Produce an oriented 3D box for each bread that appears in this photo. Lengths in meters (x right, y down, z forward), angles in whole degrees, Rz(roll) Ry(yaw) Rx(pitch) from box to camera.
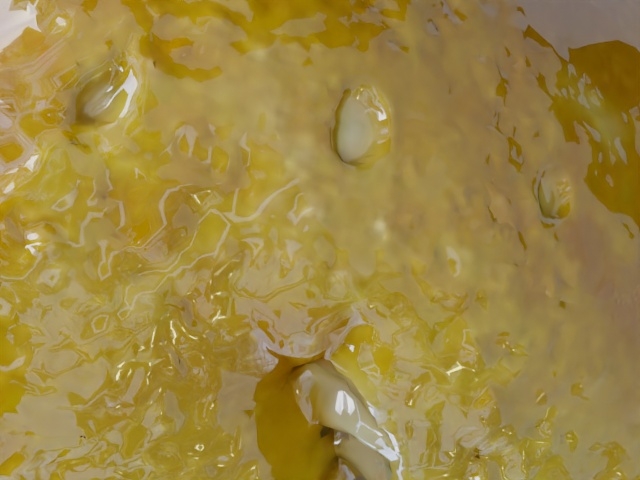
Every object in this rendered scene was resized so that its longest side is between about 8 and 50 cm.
[{"bbox_3d":[0.000,0.000,0.604,0.394,0.361,0.250,24,152,-39],"label":"bread"}]
